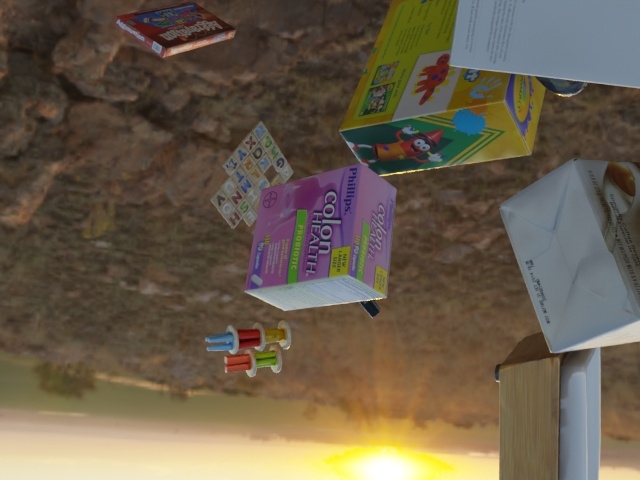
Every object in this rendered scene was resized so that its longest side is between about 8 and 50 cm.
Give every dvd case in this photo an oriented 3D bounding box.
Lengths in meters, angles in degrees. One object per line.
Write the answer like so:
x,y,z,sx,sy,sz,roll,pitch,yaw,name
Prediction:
0.057,0.069,1.776,0.030,0.179,0.238,-39,-168,3,dvd case

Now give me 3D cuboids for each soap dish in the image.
0.316,0.271,1.075,0.118,0.290,0.229,2,-173,24,soap dish

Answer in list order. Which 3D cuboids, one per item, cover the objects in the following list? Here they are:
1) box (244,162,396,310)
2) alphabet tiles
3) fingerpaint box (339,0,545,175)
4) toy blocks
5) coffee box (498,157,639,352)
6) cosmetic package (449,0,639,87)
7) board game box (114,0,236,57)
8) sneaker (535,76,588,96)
0.000,0.000,1.420,0.243,0.213,0.117,-10,152,37,box
-0.178,-0.153,1.981,0.009,0.237,0.198,21,155,39,alphabet tiles
0.291,-0.365,1.685,0.371,0.444,0.163,-6,139,34,fingerpaint box
-0.138,0.197,1.393,0.148,0.054,0.123,-3,134,-26,toy blocks
0.297,0.011,0.695,0.247,0.141,0.098,-2,157,-34,coffee box
0.402,-0.369,1.237,0.366,0.155,0.196,9,131,6,cosmetic package
-0.334,-0.501,1.836,0.145,0.281,0.027,36,125,11,board game box
0.385,-0.392,1.427,0.111,0.299,0.121,-36,169,30,sneaker
